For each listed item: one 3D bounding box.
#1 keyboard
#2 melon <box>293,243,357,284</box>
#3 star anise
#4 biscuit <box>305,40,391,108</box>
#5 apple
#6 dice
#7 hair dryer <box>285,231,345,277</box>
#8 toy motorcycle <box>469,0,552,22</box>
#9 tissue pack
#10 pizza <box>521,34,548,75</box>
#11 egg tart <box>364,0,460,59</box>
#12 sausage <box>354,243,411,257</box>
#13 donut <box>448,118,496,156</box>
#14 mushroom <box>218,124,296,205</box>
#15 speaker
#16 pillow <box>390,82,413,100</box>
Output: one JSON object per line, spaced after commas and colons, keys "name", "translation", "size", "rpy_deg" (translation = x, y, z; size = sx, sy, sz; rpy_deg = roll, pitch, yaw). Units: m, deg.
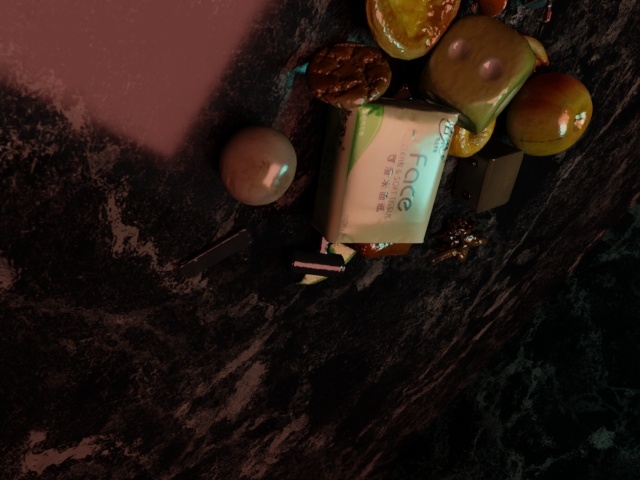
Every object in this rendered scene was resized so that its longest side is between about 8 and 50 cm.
{"name": "keyboard", "translation": [-0.317, 0.037, 1.211], "size": [0.231, 0.023, 0.072], "rpy_deg": [-31, 141, -9]}
{"name": "melon", "translation": [0.016, 0.088, 1.447], "size": [0.262, 0.053, 0.114], "rpy_deg": [-37, 127, -4]}
{"name": "star anise", "translation": [0.565, 0.016, 1.685], "size": [0.347, 0.148, 0.237], "rpy_deg": [-21, 130, -32]}
{"name": "biscuit", "translation": [0.069, -0.418, 0.994], "size": [0.226, 0.225, 0.042], "rpy_deg": [-29, 154, -13]}
{"name": "apple", "translation": [0.810, -0.443, 1.424], "size": [0.286, 0.233, 0.285], "rpy_deg": [-14, 115, -32]}
{"name": "dice", "translation": [0.432, -0.461, 1.130], "size": [0.226, 0.233, 0.238], "rpy_deg": [-52, 166, 13]}
{"name": "hair dryer", "translation": [0.000, 0.000, 1.347], "size": [0.197, 0.089, 0.251], "rpy_deg": [8, 103, -21]}
{"name": "toy motorcycle", "translation": [0.542, -0.733, 1.123], "size": [0.326, 0.148, 0.221], "rpy_deg": [0, 100, -26]}
{"name": "tissue pack", "translation": [0.171, -0.203, 1.168], "size": [0.332, 0.205, 0.404], "rpy_deg": [0, 118, -17]}
{"name": "pizza", "translation": [0.685, -0.618, 1.355], "size": [0.271, 0.056, 0.134], "rpy_deg": [9, 108, -36]}
{"name": "egg tart", "translation": [0.216, -0.625, 0.996], "size": [0.319, 0.128, 0.318], "rpy_deg": [-19, 130, -24]}
{"name": "sausage", "translation": [0.230, -0.004, 1.466], "size": [0.259, 0.133, 0.133], "rpy_deg": [0, 122, -32]}
{"name": "donut", "translation": [0.501, -0.405, 1.363], "size": [0.254, 0.118, 0.253], "rpy_deg": [-24, 127, -35]}
{"name": "mushroom", "translation": [-0.158, -0.205, 1.044], "size": [0.207, 0.209, 0.206], "rpy_deg": [8, 124, 12]}
{"name": "speaker", "translation": [0.630, -0.249, 1.524], "size": [0.193, 0.153, 0.230], "rpy_deg": [-19, 131, -21]}
{"name": "pillow", "translation": [0.257, -0.395, 1.251], "size": [0.118, 0.043, 0.185], "rpy_deg": [-42, 139, 4]}
